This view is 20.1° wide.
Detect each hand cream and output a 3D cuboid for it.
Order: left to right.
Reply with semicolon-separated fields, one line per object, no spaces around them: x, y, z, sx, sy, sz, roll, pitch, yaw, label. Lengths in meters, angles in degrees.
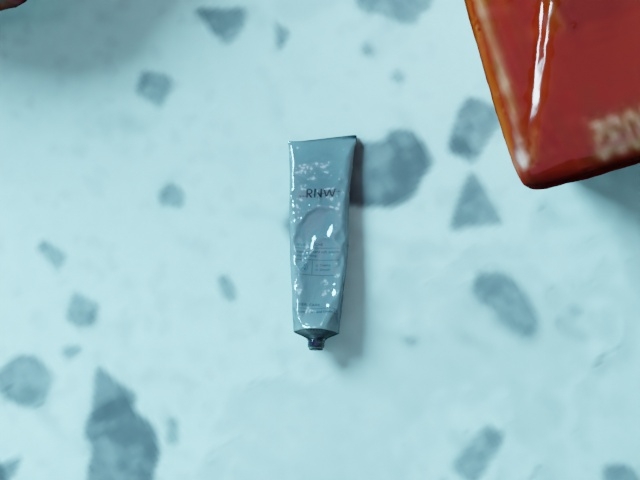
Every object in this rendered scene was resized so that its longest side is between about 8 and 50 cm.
0.000;0.000;0.768;0.030;0.019;0.093;-1;81;7;hand cream

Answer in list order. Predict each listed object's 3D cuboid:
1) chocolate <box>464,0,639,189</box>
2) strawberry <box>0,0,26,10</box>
0.162;-0.153;0.717;0.237;0.108;0.235;-17;81;5;chocolate
-0.199;-0.197;0.749;0.205;0.205;0.244;-44;99;2;strawberry
